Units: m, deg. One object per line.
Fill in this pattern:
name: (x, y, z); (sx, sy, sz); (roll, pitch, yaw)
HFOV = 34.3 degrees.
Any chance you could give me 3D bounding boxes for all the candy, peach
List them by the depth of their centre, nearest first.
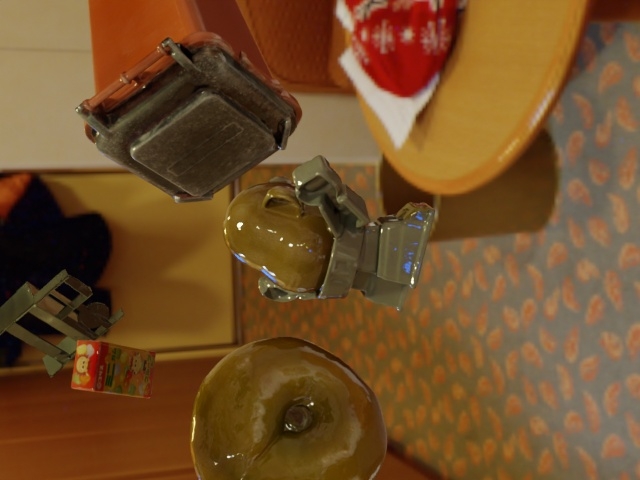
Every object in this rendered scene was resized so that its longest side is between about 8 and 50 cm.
peach: (-0.042, 0.240, 1.296); (0.153, 0.251, 0.251); (112, 149, -58)
candy: (-0.258, 0.163, 1.309); (0.038, 0.122, 0.062); (1, 79, 26)

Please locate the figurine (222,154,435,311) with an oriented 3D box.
figurine: (0.000, 0.000, 1.503); (0.167, 0.285, 0.342); (-88, 10, -53)

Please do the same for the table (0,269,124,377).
table: (-0.442, 0.130, 1.733); (0.175, 0.146, 0.062); (-41, 46, 4)

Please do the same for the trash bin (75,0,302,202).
trash bin: (-0.144, -0.179, 0.988); (0.161, 0.184, 0.238); (-33, 55, 19)
